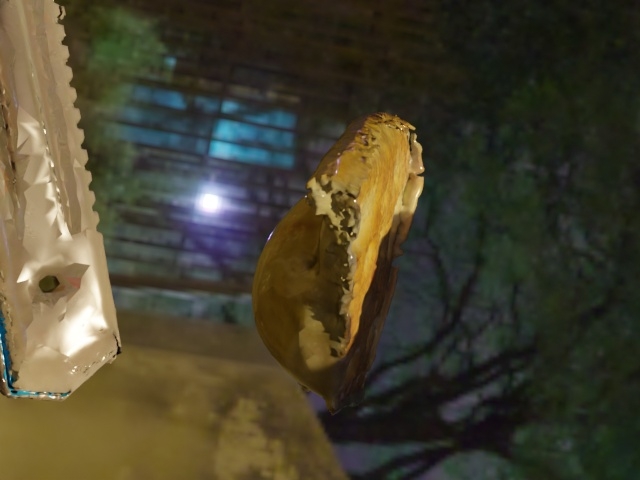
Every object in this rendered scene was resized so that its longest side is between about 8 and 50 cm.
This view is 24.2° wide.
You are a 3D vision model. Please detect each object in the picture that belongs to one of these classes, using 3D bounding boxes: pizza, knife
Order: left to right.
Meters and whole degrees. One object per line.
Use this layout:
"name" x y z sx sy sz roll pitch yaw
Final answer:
"knife" -0.156 -0.103 0.679 0.043 0.089 0.365 -171 -110 -72
"pizza" -0.001 0.008 0.899 0.204 0.081 0.188 0 103 -79
